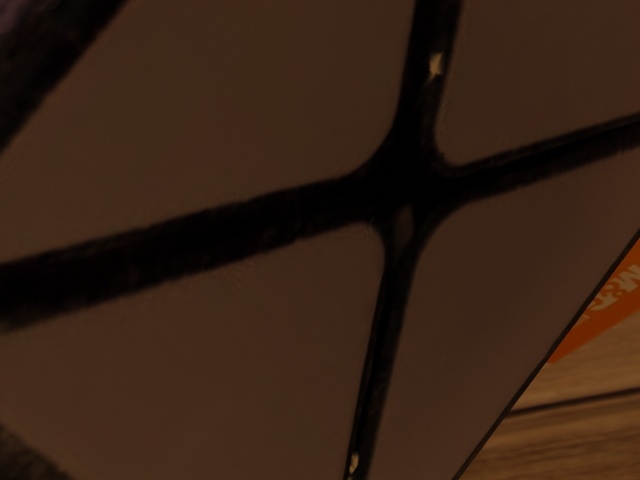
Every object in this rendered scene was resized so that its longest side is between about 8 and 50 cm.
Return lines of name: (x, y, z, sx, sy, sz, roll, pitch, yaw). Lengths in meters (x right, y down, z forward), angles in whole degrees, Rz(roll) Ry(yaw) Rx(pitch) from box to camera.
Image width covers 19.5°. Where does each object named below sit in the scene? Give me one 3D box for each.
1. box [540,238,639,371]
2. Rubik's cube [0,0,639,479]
box: (0.000, 0.000, 0.828, 0.221, 0.091, 0.274, 24, 136, -28)
Rubik's cube: (-0.063, -0.061, 0.532, 0.259, 0.260, 0.255, -51, 142, -7)
